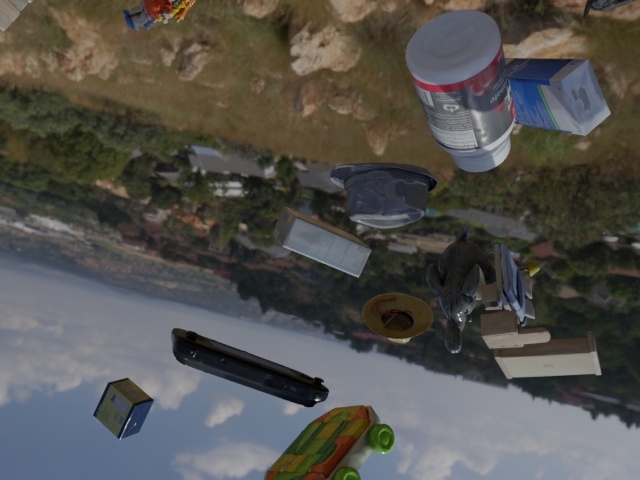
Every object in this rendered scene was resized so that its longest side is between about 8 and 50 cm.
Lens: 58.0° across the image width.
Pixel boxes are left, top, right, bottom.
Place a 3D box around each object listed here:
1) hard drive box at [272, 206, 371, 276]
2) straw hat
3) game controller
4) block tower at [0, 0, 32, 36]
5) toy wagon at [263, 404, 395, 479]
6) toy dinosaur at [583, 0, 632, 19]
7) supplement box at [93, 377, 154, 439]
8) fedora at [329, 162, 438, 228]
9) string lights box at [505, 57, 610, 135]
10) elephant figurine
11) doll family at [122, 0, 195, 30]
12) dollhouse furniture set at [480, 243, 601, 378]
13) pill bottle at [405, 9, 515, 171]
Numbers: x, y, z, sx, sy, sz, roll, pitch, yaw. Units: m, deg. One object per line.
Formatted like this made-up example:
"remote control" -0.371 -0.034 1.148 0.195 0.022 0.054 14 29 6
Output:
"hard drive box" 0.000 0.000 1.597 0.232 0.089 0.181 23 -174 -16
"straw hat" 0.154 0.170 1.153 0.144 0.144 0.061 9 125 22
"game controller" -0.140 0.241 1.128 0.319 0.067 0.166 24 -179 -17
"block tower" -0.395 -0.359 0.722 0.097 0.335 0.091 22 163 37
"toy wagon" -0.014 0.462 1.153 0.267 0.344 0.068 -26 99 49
"toy dinosaur" 0.608 -0.518 1.147 0.121 0.313 0.160 36 170 -13
"supplement box" -0.398 0.338 1.167 0.083 0.083 0.056 31 -170 23
"fedora" 0.158 -0.105 1.458 0.275 0.124 0.244 3 167 -7
"string lights box" 0.469 -0.312 1.228 0.133 0.076 0.259 53 175 -26
"elephant figurine" 0.334 0.113 1.387 0.186 0.169 0.239 44 -146 2
"doll family" -0.374 -0.581 1.313 0.163 0.263 0.118 -25 166 4
"dollhouse furniture set" 0.480 0.117 1.274 0.198 0.303 0.286 -10 145 25
"pill bottle" 0.297 -0.285 1.174 0.176 0.176 0.318 7 153 31
